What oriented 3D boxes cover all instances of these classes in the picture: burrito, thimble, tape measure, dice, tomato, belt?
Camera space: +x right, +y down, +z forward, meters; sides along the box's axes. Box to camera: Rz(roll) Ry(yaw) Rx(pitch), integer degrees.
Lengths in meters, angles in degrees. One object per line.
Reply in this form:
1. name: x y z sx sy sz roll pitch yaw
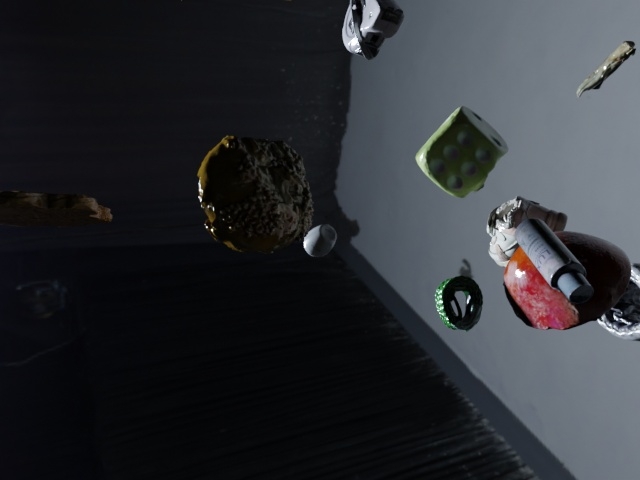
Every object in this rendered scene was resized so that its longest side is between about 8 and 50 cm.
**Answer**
1. burrito: 0.699 -0.418 1.389 0.042 0.051 0.171 36 142 3
2. thimble: 0.870 0.172 1.527 0.245 0.157 0.217 -123 39 -69
3. tape measure: 0.139 -0.629 1.624 0.197 0.120 0.236 -59 33 39
4. dice: 0.524 -0.325 2.093 0.254 0.250 0.252 40 119 -1
5. tomato: 0.573 0.073 1.391 0.309 0.170 0.309 -44 17 17
6. belt: 0.377 0.170 1.522 0.079 0.121 0.151 145 125 -78

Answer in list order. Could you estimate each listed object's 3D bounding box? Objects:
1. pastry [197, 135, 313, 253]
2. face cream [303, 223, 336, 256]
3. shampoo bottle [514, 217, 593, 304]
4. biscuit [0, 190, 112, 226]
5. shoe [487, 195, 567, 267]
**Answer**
1. pastry: -0.118 -0.100 1.230 0.161 0.310 0.255 -11 87 33
2. face cream: 0.000 0.000 1.772 0.095 0.091 0.091 -44 55 45
3. shampoo bottle: 0.430 0.036 1.047 0.214 0.072 0.072 -102 20 -57
4. biscuit: -0.624 -0.072 1.238 0.375 0.269 0.051 -3 83 30
5. shoe: 0.669 -0.044 1.961 0.172 0.198 0.351 -62 7 -28
